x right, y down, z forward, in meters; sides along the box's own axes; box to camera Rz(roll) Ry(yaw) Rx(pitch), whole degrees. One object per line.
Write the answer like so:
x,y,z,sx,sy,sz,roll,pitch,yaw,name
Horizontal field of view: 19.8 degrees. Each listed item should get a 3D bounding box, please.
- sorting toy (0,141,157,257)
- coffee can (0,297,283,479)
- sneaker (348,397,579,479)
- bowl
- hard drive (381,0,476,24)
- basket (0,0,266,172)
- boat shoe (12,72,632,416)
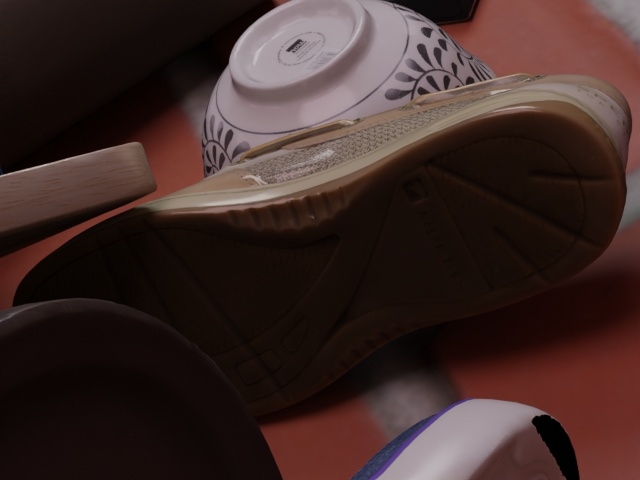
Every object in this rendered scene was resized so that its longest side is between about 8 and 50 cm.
-0.250,-0.011,0.829,0.257,0.089,0.255,-17,-1,-34,sorting toy
-0.168,0.128,0.510,0.275,0.201,0.202,-7,42,30,coffee can
-0.079,0.161,0.669,0.236,0.130,0.323,18,62,39,sneaker
0.002,-0.072,0.932,0.170,0.080,0.170,-18,39,15,bowl
0.057,-0.172,1.060,0.094,0.022,0.135,-4,44,29,hard drive
-0.150,-0.147,1.062,0.226,0.154,0.204,-29,34,-7,basket
0.000,0.000,0.838,0.302,0.109,0.098,-21,16,23,boat shoe
